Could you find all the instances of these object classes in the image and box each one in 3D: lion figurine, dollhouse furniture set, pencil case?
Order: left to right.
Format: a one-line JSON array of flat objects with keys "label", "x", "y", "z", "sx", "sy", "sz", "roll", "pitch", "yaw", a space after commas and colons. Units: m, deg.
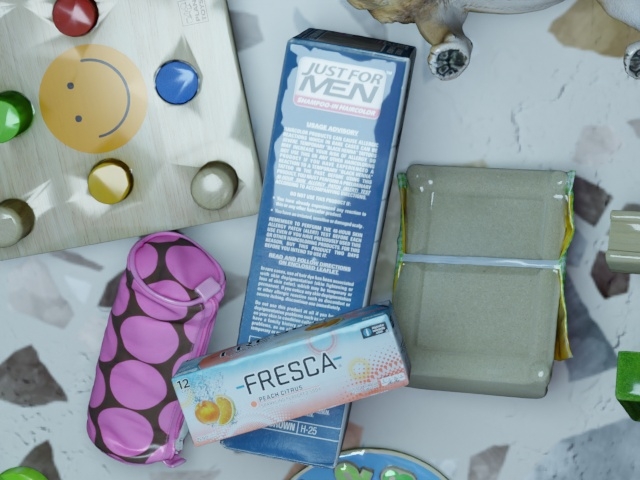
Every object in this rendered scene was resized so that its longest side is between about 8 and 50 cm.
[{"label": "pencil case", "x": -0.140, "y": 0.099, "z": 1.509, "sx": 0.098, "sy": 0.095, "sz": 0.209, "roll": 38, "pitch": 131, "yaw": 30}, {"label": "lion figurine", "x": 0.173, "y": -0.235, "z": 1.437, "sx": 0.392, "sy": 0.240, "sz": 0.142, "roll": 4, "pitch": 120, "yaw": -15}, {"label": "dollhouse furniture set", "x": 0.221, "y": 0.049, "z": 1.531, "sx": 0.302, "sy": 0.151, "sz": 0.197, "roll": 4, "pitch": 80, "yaw": 19}]

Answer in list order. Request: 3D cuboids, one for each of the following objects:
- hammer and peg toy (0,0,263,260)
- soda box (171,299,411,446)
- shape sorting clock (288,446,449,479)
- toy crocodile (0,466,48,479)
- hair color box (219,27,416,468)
[{"label": "hammer and peg toy", "x": -0.196, "y": -0.177, "z": 1.474, "sx": 0.266, "sy": 0.127, "sz": 0.361, "roll": -9, "pitch": 100, "yaw": 4}, {"label": "soda box", "x": -0.022, "y": 0.106, "z": 1.376, "sx": 0.183, "sy": 0.058, "sz": 0.063, "roll": -17, "pitch": 98, "yaw": 7}, {"label": "shape sorting clock", "x": 0.044, "y": 0.291, "z": 1.592, "sx": 0.206, "sy": 0.040, "sz": 0.206, "roll": 0, "pitch": 100, "yaw": 3}, {"label": "toy crocodile", "x": -0.345, "y": 0.220, "z": 1.560, "sx": 0.340, "sy": 0.115, "sz": 0.105, "roll": 44, "pitch": 104, "yaw": -3}, {"label": "hair color box", "x": 0.000, "y": 0.000, "z": 1.474, "sx": 0.105, "sy": 0.174, "sz": 0.347, "roll": 11, "pitch": 100, "yaw": 2}]
